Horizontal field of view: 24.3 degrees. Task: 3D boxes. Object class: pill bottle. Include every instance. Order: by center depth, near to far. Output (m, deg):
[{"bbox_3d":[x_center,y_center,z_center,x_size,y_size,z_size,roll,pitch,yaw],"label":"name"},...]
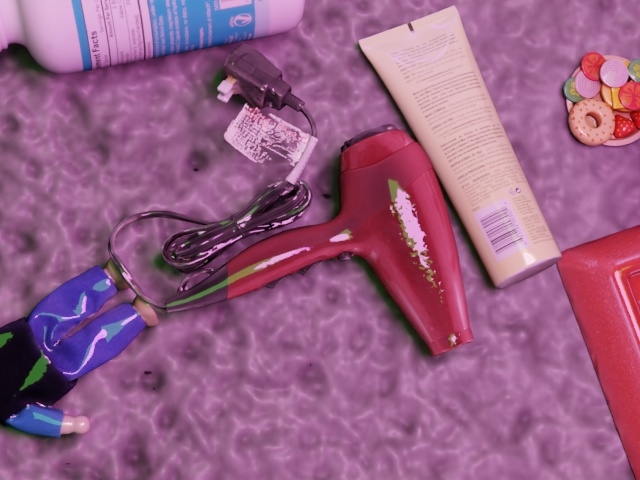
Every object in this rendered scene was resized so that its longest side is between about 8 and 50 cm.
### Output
[{"bbox_3d":[-0.154,-0.215,1.177,0.264,0.146,0.146,-11,82,-9],"label":"pill bottle"}]

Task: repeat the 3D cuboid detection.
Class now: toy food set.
[{"bbox_3d":[0.249,-0.122,1.276,0.083,0.020,0.082,-3,80,-7],"label":"toy food set"}]

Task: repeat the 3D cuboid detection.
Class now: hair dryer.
[{"bbox_3d":[0.000,0.000,1.201,0.293,0.080,0.223,29,85,2],"label":"hair dryer"}]

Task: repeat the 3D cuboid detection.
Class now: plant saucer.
[{"bbox_3d":[0.362,0.089,1.240,0.259,0.048,0.258,-18,83,-11],"label":"plant saucer"}]

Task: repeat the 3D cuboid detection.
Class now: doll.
[{"bbox_3d":[-0.219,0.098,1.164,0.189,0.046,0.129,-36,85,-12],"label":"doll"}]

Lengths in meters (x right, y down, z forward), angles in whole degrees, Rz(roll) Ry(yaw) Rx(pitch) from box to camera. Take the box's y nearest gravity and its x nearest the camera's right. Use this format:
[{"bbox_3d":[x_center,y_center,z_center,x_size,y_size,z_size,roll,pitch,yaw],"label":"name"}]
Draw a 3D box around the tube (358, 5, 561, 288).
[{"bbox_3d":[0.123,-0.079,1.238,0.070,0.062,0.240,-10,72,-53],"label":"tube"}]
